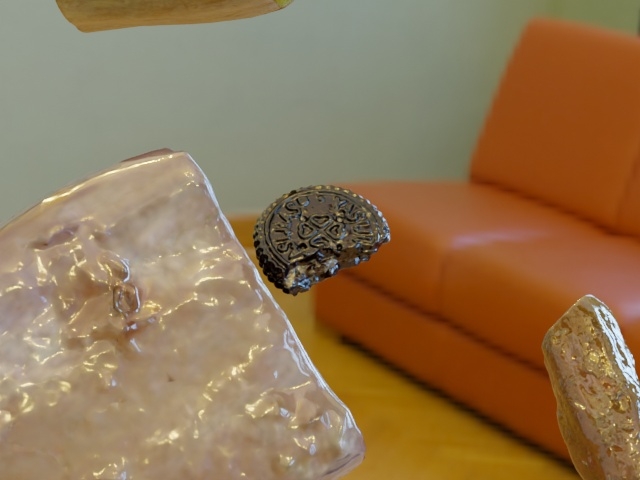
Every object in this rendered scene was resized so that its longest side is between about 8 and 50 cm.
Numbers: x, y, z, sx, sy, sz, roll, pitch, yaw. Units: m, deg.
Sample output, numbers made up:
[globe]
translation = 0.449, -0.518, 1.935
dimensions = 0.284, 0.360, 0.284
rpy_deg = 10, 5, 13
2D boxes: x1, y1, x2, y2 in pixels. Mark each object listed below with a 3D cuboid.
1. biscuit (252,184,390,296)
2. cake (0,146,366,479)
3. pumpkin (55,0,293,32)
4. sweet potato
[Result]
[biscuit]
translation = 0.000, 0.000, 1.233
dimensions = 0.087, 0.027, 0.089
rpy_deg = 12, 49, 8
[cake]
translation = -0.144, 0.088, 1.172
dimensions = 0.230, 0.237, 0.309
rpy_deg = -30, 8, -12
[pumpkin]
translation = -0.102, -0.333, 1.582
dimensions = 0.199, 0.332, 0.332
rpy_deg = 1, 14, 6
[sweet potato]
translation = 0.281, 0.179, 1.867
dimensions = 0.097, 0.251, 0.097
rpy_deg = -13, -15, -4
